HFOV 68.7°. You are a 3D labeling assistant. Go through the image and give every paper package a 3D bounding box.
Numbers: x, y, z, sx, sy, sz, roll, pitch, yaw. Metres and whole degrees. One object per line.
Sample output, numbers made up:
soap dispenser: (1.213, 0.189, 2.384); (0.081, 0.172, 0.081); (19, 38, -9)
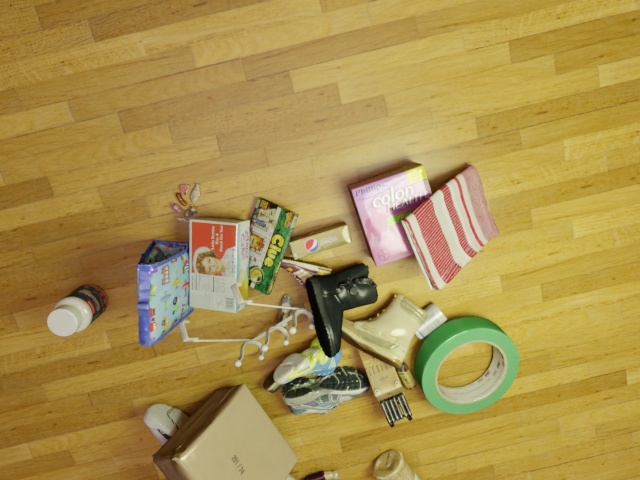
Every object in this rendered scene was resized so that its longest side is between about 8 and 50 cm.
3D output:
paper package: (-0.275, 0.655, 1.413); (0.168, 0.309, 0.324); (-22, 105, 42)

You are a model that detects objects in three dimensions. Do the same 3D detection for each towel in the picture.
towel: (0.380, -0.040, 1.332); (0.329, 0.037, 0.237); (-36, 109, -29)

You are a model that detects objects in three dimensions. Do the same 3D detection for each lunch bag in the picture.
lunch bag: (-0.440, 0.140, 1.298); (0.138, 0.293, 0.220); (5, 102, -4)

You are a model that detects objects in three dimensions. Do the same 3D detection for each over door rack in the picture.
over door rack: (-0.198, 0.258, 1.328); (0.240, 0.108, 0.324); (-35, 142, 22)

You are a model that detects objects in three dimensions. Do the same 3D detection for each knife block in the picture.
knife block: (0.208, 0.452, 1.520); (0.088, 0.242, 0.275); (-22, 58, 1)

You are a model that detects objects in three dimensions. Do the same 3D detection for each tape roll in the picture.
tape roll: (0.461, 0.398, 1.483); (0.322, 0.077, 0.321); (-4, 113, -9)

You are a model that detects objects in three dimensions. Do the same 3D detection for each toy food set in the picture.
toy food set: (-0.398, -0.112, 1.382); (0.078, 0.019, 0.122); (9, 102, -5)

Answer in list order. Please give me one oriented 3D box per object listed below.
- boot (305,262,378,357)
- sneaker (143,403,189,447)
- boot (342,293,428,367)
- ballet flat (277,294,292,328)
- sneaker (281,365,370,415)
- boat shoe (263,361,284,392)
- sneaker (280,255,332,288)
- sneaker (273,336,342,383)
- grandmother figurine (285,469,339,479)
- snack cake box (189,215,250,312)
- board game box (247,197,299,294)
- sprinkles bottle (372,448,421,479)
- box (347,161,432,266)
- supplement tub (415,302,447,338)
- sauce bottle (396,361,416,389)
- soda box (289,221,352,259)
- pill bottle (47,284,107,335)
boot: (0.081, 0.200, 1.382); (0.207, 0.094, 0.246); (-11, 81, -22)
sneaker: (-0.464, 0.701, 1.504); (0.210, 0.137, 0.366); (-44, 104, 4)
boot: (0.176, 0.245, 1.447); (0.262, 0.095, 0.203); (24, 67, 29)
ballet flat: (-0.109, 0.226, 1.464); (0.041, 0.041, 0.114); (10, 102, -5)
sneaker: (0.024, 0.494, 1.514); (0.283, 0.110, 0.122); (-10, 118, 4)
boat shoe: (-0.115, 0.430, 1.508); (0.152, 0.056, 0.049); (-38, 128, -2)
sneaker: (-0.061, 0.103, 1.422); (0.186, 0.069, 0.083); (13, 97, -5)
sneaker: (-0.024, 0.394, 1.456); (0.240, 0.091, 0.126); (-32, 113, -17)
grandmother figurine: (-0.001, 0.879, 1.595); (0.343, 0.104, 0.207); (20, 74, -4)
snack cake box: (-0.295, 0.067, 1.368); (0.152, 0.089, 0.264); (6, 100, 15)
board game box: (-0.166, 0.018, 1.389); (0.136, 0.030, 0.259); (24, 102, 19)
sprinkles bottle: (0.319, 0.880, 1.592); (0.121, 0.121, 0.355); (-33, 102, 5)
box: (0.220, -0.078, 1.370); (0.214, 0.117, 0.242); (-19, 103, 2)
supplement tub: (0.335, 0.253, 1.475); (0.107, 0.071, 0.071); (-38, 102, 7)
sauce bottle: (0.269, 0.426, 1.528); (0.042, 0.042, 0.128); (-29, 101, 4)
soda box: (0.000, 0.000, 1.405); (0.182, 0.061, 0.058); (-18, 102, 1)
pill bottle: (-0.704, 0.204, 1.357); (0.108, 0.180, 0.107); (-1, 103, -3)
